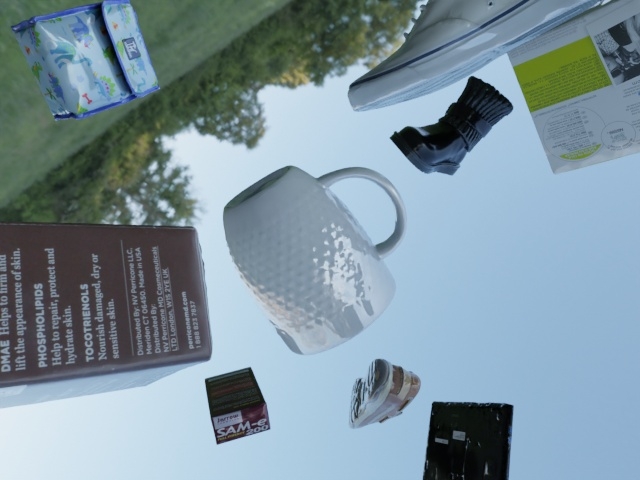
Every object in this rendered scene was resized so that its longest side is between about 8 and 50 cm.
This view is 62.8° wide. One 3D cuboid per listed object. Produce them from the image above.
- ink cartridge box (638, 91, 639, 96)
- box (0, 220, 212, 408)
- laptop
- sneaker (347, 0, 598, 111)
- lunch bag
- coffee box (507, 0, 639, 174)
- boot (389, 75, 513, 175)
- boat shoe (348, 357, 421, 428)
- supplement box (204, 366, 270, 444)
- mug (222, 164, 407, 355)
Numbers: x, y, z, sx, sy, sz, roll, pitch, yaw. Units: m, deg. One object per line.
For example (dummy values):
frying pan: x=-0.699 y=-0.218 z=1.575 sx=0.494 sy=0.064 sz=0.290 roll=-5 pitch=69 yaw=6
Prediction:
ink cartridge box: x=0.576 y=-0.256 z=0.808 sx=0.089 sy=0.052 sz=0.122 roll=-28 pitch=168 yaw=-18
box: x=-0.307 y=0.074 z=0.441 sx=0.191 sy=0.382 sz=0.143 roll=-30 pitch=-116 yaw=49
laptop: x=0.270 y=0.400 z=0.822 sx=0.234 sy=0.137 sz=0.264 roll=138 pitch=-34 yaw=-66
sneaker: x=0.134 y=-0.215 z=0.527 sx=0.258 sy=0.091 sz=0.094 roll=-22 pitch=-179 yaw=27
lunch bag: x=-0.298 y=-0.243 z=0.700 sx=0.096 sy=0.128 sz=0.151 roll=10 pitch=-146 yaw=40
coffee box: x=0.689 y=-0.400 z=1.236 sx=0.338 sy=0.334 sz=0.337 roll=-15 pitch=-160 yaw=39
boot: x=0.347 y=-0.311 z=1.381 sx=0.131 sy=0.348 sz=0.260 roll=51 pitch=-61 yaw=21
boat shoe: x=0.142 y=0.375 z=1.224 sx=0.324 sy=0.117 sz=0.123 roll=111 pitch=-9 yaw=-60
supplement box: x=-0.209 y=0.398 z=1.291 sx=0.239 sy=0.131 sz=0.073 roll=-156 pitch=-124 yaw=-74
mug: x=0.000 y=0.000 z=1.084 sx=0.374 sy=0.328 sz=0.276 roll=-31 pitch=-163 yaw=8
